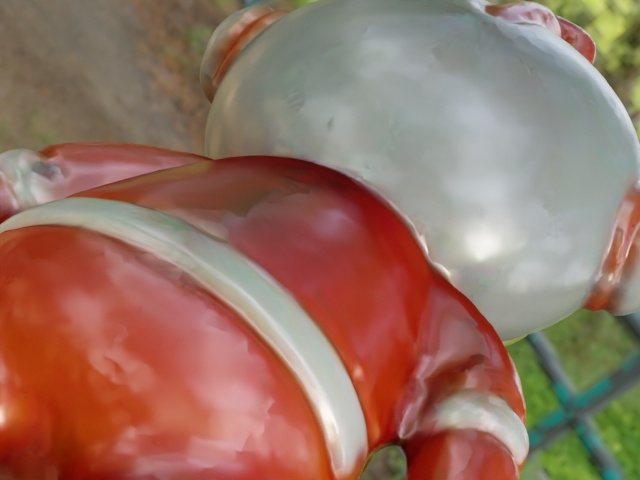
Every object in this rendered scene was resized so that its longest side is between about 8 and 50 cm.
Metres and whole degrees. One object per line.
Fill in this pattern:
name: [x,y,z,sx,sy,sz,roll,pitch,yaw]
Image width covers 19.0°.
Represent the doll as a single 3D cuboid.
doll: [0.000,0.000,0.406,0.142,0.076,0.245,28,36,18]
